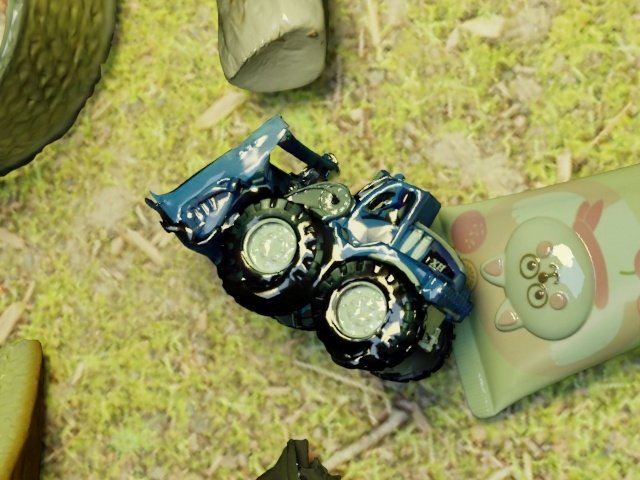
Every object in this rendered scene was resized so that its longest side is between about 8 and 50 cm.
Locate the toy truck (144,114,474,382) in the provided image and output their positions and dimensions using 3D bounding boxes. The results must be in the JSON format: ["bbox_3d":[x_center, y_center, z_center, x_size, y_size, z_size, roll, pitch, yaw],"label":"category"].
[{"bbox_3d":[0.000,0.000,1.299,0.208,0.113,0.126,29,89,20],"label":"toy truck"}]

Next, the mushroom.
[{"bbox_3d":[-0.040,-0.214,1.348,0.081,0.092,0.223,-10,75,11],"label":"mushroom"}]

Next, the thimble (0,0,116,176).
[{"bbox_3d":[-0.289,-0.167,1.361,0.271,0.150,0.270,0,92,17],"label":"thimble"}]

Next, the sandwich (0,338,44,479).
[{"bbox_3d":[-0.258,0.181,1.354,0.122,0.128,0.235,5,87,7],"label":"sandwich"}]

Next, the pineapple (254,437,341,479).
[{"bbox_3d":[0.051,0.261,1.270,0.170,0.141,0.310,-46,69,12],"label":"pineapple"}]

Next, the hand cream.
[{"bbox_3d":[0.215,0.004,1.274,0.306,0.093,0.147,-20,81,24],"label":"hand cream"}]
